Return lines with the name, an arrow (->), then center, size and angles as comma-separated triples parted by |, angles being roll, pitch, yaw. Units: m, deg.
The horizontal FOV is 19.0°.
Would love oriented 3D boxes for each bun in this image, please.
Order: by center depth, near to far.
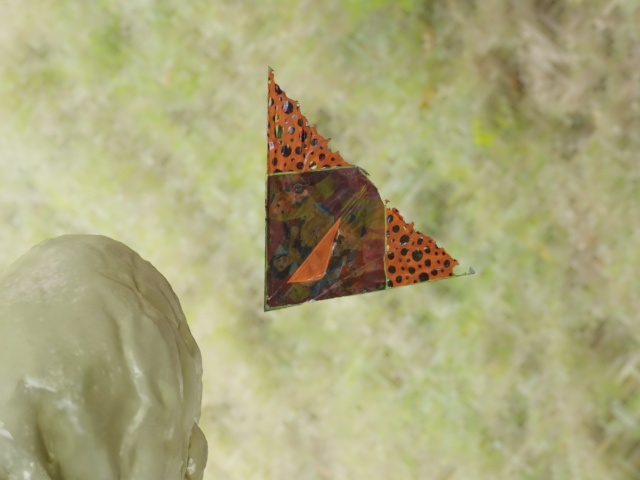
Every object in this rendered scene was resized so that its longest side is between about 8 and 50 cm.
bun -> -0.127, 0.118, 0.921 | 0.145, 0.229, 0.229 | 35, 177, 19

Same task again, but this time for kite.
kite -> 0.000, 0.000, 1.294 | 0.222, 0.125, 0.008 | 44, 165, -26
